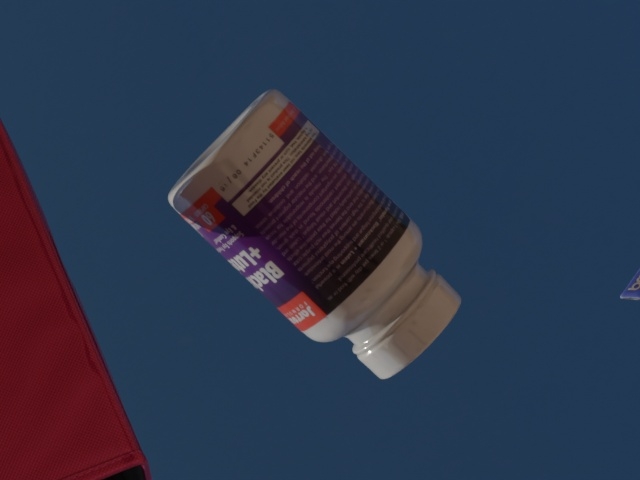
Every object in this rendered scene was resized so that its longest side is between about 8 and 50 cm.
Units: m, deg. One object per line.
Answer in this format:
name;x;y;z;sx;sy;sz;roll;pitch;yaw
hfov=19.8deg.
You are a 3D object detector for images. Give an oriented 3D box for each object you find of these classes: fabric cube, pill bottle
fabric cube;-0.257;0.111;1.067;0.259;0.254;0.258;-22;-114;-13
pill bottle;0.000;0.000;1.238;0.193;0.108;0.108;44;-112;-6

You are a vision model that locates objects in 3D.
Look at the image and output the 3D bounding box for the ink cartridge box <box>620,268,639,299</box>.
ink cartridge box;0.390;0.009;1.339;0.186;0.311;0.065;-51;-56;-25
